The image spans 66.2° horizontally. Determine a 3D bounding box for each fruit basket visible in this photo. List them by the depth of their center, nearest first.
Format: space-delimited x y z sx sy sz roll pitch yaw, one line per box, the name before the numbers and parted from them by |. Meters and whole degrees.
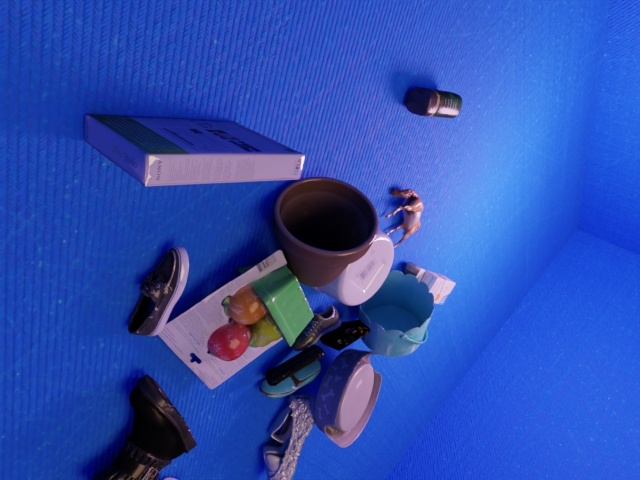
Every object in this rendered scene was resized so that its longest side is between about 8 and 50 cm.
fruit basket | -0.208 0.210 1.292 0.353 0.165 0.327 -31 138 -9

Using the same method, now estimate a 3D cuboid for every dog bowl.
dog bowl | 0.101 0.549 1.757 0.349 0.102 0.348 -33 130 -50

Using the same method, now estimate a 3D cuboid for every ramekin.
ramekin | 0.102 0.067 1.520 0.277 0.135 0.277 -29 135 -33

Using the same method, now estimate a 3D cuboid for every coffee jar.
coffee jar | 0.340 -0.413 1.475 0.184 0.096 0.079 -12 121 -45

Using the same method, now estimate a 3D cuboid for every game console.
game console | -0.016 0.358 1.591 0.361 0.044 0.213 -28 180 -13

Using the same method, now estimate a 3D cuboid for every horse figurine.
horse figurine | 0.295 -0.083 1.691 0.174 0.066 0.263 -31 139 -23

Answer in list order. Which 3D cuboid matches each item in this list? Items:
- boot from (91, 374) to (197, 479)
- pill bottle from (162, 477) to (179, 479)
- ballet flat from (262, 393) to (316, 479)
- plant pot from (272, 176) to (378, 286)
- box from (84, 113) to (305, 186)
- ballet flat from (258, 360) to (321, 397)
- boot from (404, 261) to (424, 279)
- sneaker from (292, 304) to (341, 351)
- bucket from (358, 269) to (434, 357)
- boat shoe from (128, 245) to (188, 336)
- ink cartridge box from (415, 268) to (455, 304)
boot | -0.459 0.512 1.205 0.260 0.131 0.348 -35 138 -28
pill bottle | -0.469 0.804 1.425 0.193 0.108 0.108 -56 144 -3
ballet flat | -0.133 0.722 1.763 0.147 0.147 0.408 11 104 -52
plant pot | 0.000 0.000 1.292 0.263 0.263 0.229 -32 154 -30
box | -0.222 -0.168 0.896 0.322 0.232 0.058 -8 121 -45
ballet flat | -0.102 0.475 1.635 0.247 0.083 0.087 -17 142 -39
boot | 0.340 0.216 1.941 0.203 0.095 0.262 -46 145 -12
sneaker | -0.019 0.277 1.605 0.192 0.064 0.086 -28 119 -27
bucket | 0.260 0.264 1.742 0.281 0.281 0.183 -32 142 -30
boat shoe | -0.363 0.113 1.077 0.076 0.080 0.228 6 119 -52
ink cartridge box | 0.426 0.179 1.875 0.181 0.061 0.104 17 105 -45
